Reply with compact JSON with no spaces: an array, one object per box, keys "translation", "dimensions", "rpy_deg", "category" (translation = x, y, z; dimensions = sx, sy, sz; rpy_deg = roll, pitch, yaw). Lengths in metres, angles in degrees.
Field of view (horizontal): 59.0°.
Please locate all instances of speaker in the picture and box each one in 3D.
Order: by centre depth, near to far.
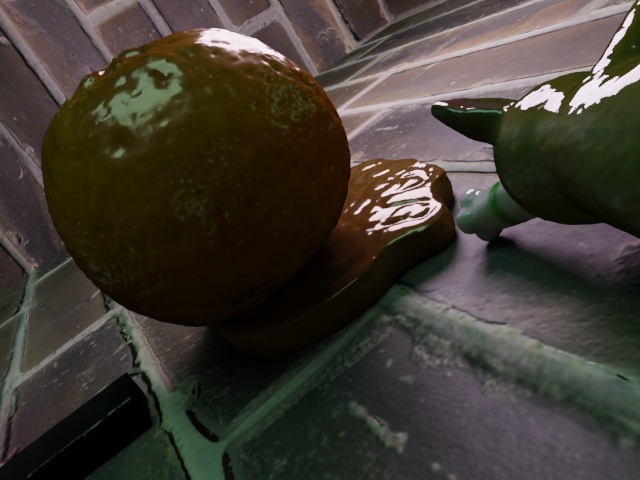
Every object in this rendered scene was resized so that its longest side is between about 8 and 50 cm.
[{"translation":[-0.299,0.250,0.649],"dimensions":[0.218,0.044,0.082],"rpy_deg":[-38,21,-12],"category":"speaker"}]

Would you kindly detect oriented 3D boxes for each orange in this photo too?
[{"translation":[-0.140,-0.080,0.641],"dimensions":[0.341,0.293,0.340],"rpy_deg":[-32,24,16],"category":"orange"}]

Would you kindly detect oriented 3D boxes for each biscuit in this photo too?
[{"translation":[-0.001,-0.002,0.765],"dimensions":[0.365,0.062,0.385],"rpy_deg":[-33,20,-3],"category":"biscuit"}]

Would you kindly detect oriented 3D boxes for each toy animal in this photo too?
[{"translation":[0.226,-0.079,0.422],"dimensions":[0.180,0.181,0.363],"rpy_deg":[-32,16,-7],"category":"toy animal"}]
